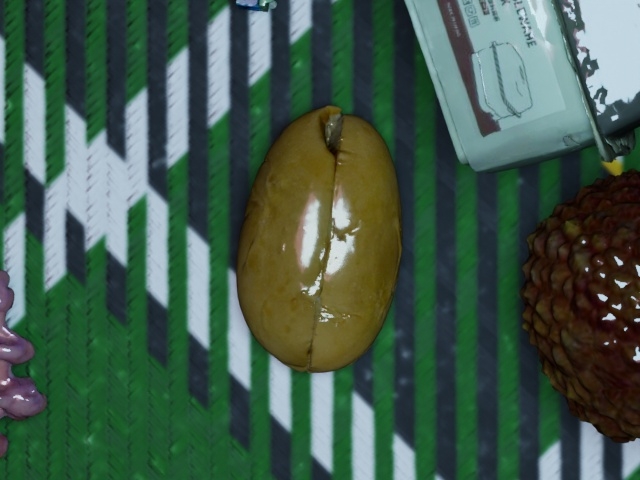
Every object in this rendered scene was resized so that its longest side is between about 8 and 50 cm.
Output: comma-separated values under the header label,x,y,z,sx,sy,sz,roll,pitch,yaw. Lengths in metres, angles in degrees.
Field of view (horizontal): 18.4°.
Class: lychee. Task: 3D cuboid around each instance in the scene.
label,x,y,z,sx,sy,sz,roll,pitch,yaw
lychee,0.226,0.038,1.321,0.188,0.188,0.188,0,90,2

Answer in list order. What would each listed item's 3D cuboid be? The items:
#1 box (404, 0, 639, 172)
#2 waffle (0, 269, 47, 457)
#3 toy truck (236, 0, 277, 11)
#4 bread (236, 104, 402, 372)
label,x,y,z,sx,sy,sz,roll,pitch,yaw
box,0.143,-0.189,1.298,0.166,0.220,0.290,-18,90,14
waffle,-0.312,0.081,1.385,0.221,0.055,0.234,-26,100,5
toy truck,-0.018,-0.245,1.377,0.081,0.067,0.175,9,90,1
bread,0.000,0.000,1.374,0.114,0.077,0.189,7,93,6
